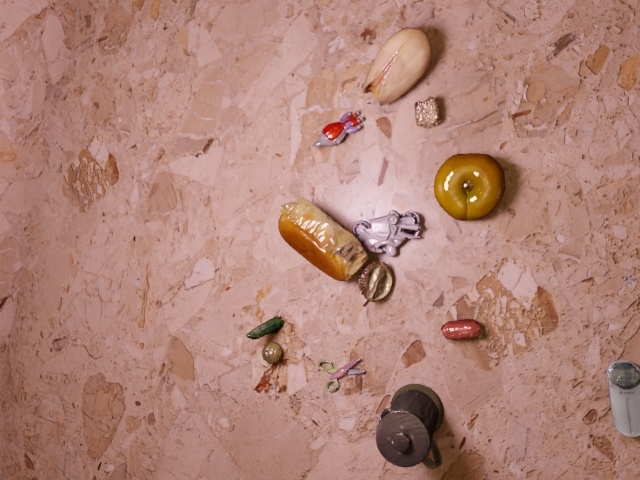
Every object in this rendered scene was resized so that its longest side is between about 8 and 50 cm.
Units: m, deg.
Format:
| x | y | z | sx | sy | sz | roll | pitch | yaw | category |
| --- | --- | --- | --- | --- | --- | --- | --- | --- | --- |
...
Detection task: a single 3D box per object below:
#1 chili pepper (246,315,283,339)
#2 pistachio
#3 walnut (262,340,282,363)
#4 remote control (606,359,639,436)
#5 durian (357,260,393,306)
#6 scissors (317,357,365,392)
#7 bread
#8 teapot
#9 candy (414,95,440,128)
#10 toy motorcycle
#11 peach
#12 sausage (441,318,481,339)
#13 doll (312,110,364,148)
| x | y | z | sx | sy | sz | roll | pitch | yaw | category |
| --- | --- | --- | --- | --- | --- | --- | --- | --- | --- |
| -0.230 | 0.355 | 2.050 | 0.059 | 0.227 | 0.088 | 47 | 108 | 15 | chili pepper |
| 0.284 | -0.644 | 1.903 | 0.187 | 0.187 | 0.299 | 44 | 107 | 15 | pistachio |
| -0.200 | 0.461 | 2.116 | 0.092 | 0.092 | 0.092 | 0 | 89 | 20 | walnut |
| 1.004 | 0.516 | 1.688 | 0.104 | 0.052 | 0.248 | -6 | 87 | 19 | remote control |
| 0.192 | 0.163 | 1.958 | 0.091 | 0.148 | 0.189 | 12 | 80 | 54 | durian |
| 0.087 | 0.521 | 2.040 | 0.187 | 0.020 | 0.134 | -22 | 85 | 20 | scissors |
| 0.005 | 0.005 | 1.982 | 0.388 | 0.236 | 0.183 | 40 | 85 | 26 | bread |
| 0.325 | 0.665 | 1.783 | 0.200 | 0.337 | 0.270 | -37 | 78 | 16 | teapot |
| 0.397 | -0.477 | 1.914 | 0.095 | 0.085 | 0.110 | -11 | 89 | 29 | candy |
| 0.257 | -0.019 | 1.952 | 0.260 | 0.110 | 0.171 | -11 | 101 | 13 | toy motorcycle |
| 0.529 | -0.191 | 1.831 | 0.251 | 0.153 | 0.251 | 7 | 107 | 22 | peach |
| 0.508 | 0.323 | 1.862 | 0.141 | 0.076 | 0.076 | -8 | 86 | 18 | sausage |
| 0.064 | -0.432 | 2.037 | 0.227 | 0.075 | 0.102 | -35 | 63 | 6 | doll |
